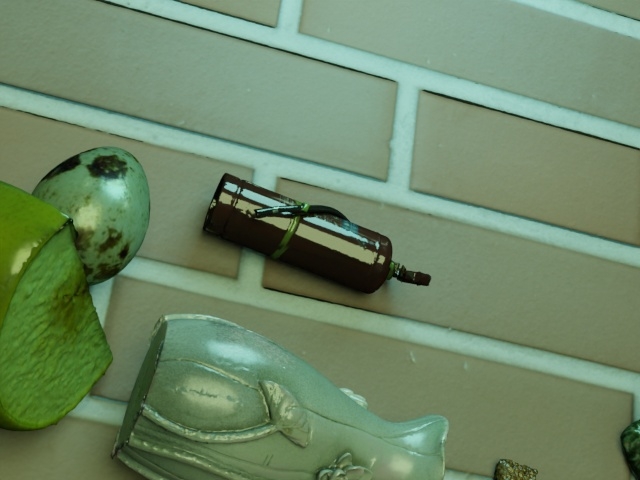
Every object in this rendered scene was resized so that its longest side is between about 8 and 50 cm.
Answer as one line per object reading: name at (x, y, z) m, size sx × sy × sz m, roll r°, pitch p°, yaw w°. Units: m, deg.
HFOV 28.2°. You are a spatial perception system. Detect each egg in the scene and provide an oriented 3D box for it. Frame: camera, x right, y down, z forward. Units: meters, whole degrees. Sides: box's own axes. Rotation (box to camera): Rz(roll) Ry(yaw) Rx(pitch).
egg at (-0.324, -0.039, 1.799) m, size 0.169 × 0.169 × 0.231 m, roll 29°, pitch 50°, yaw -5°

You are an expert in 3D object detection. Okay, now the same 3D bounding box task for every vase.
vase at (-0.043, 0.263, 1.746) m, size 0.446 × 0.250 × 0.250 m, roll 21°, pitch 64°, yaw -14°

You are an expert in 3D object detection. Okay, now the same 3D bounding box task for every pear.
pear at (-0.458, 0.074, 1.647) m, size 0.318 × 0.342 × 0.238 m, roll 26°, pitch 57°, yaw 23°

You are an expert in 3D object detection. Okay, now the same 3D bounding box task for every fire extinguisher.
fire extinguisher at (0.000, 0.000, 1.914) m, size 0.341 × 0.141 × 0.105 m, roll 21°, pitch 92°, yaw -9°

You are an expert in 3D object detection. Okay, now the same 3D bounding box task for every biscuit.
biscuit at (0.274, 0.423, 1.887) m, size 0.064 × 0.034 × 0.199 m, roll 22°, pitch 65°, yaw -10°

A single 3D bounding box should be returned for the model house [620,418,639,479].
model house at (0.645, 0.281, 1.929) m, size 0.271 × 0.301 × 0.190 m, roll -21°, pitch 70°, yaw -24°
